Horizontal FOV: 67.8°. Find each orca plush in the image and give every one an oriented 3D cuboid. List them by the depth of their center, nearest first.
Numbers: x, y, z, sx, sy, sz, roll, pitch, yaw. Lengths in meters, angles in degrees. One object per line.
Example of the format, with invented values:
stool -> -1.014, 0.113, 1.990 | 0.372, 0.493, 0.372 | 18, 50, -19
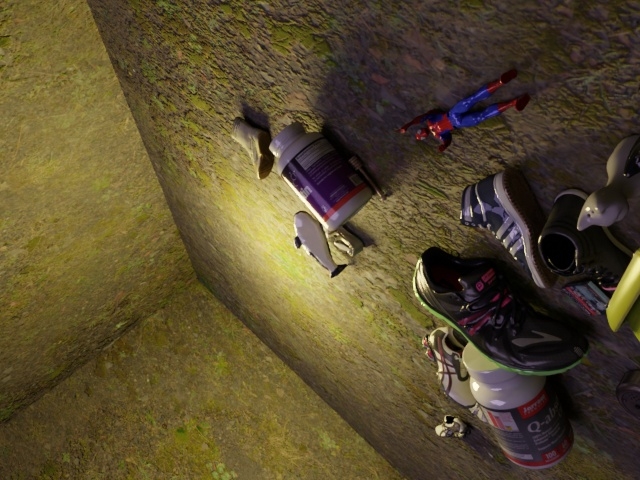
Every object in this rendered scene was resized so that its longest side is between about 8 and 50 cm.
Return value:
orca plush -> 0.000, 0.000, 1.847 | 0.287, 0.102, 0.151 | 43, 110, -6

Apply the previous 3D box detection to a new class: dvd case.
dvd case -> 0.595, 0.129, 1.053 | 0.087, 0.013, 0.119 | 47, 175, 9

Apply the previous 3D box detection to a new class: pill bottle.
pill bottle -> 0.552, 0.443, 1.348 | 0.210, 0.210, 0.363 | 0, 125, 58
pill bottle -> -0.006, -0.198, 1.446 | 0.323, 0.181, 0.181 | 49, 154, 5

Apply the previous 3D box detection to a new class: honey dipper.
honey dipper -> 0.143, -0.182, 1.409 | 0.161, 0.030, 0.030 | 49, 154, -6

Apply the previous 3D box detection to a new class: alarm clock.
alarm clock -> 0.750, 0.351, 1.088 | 0.129, 0.064, 0.192 | 19, 137, 48

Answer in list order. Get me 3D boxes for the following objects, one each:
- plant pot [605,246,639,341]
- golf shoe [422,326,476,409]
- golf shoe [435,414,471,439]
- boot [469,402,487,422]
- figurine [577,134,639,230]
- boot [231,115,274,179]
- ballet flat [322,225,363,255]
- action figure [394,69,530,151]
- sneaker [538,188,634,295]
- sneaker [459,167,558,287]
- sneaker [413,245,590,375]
plant pot -> 0.621, 0.083, 0.767 | 0.207, 0.228, 0.227 | 39, 153, 36
golf shoe -> 0.439, 0.417, 1.566 | 0.120, 0.105, 0.273 | -49, 62, 47
golf shoe -> 0.533, 0.759, 1.966 | 0.094, 0.077, 0.198 | 60, 148, 6
boot -> 0.531, 0.526, 1.620 | 0.123, 0.095, 0.258 | 24, 145, 31
figurine -> 0.487, -0.121, 0.719 | 0.092, 0.209, 0.215 | 41, 153, 21
boot -> -0.257, -0.344, 1.782 | 0.165, 0.077, 0.213 | 36, 145, 27
ballet flat -> 0.059, -0.023, 1.700 | 0.213, 0.068, 0.072 | 40, 152, 22
action figure -> 0.273, -0.246, 0.997 | 0.092, 0.139, 0.280 | 57, 156, -10
sneaker -> 0.536, 0.054, 0.944 | 0.296, 0.147, 0.104 | 52, 152, -4
sneaker -> 0.423, -0.019, 1.081 | 0.153, 0.099, 0.282 | -14, 106, 57
sneaker -> 0.431, 0.170, 1.223 | 0.482, 0.185, 0.202 | 29, 151, 36
